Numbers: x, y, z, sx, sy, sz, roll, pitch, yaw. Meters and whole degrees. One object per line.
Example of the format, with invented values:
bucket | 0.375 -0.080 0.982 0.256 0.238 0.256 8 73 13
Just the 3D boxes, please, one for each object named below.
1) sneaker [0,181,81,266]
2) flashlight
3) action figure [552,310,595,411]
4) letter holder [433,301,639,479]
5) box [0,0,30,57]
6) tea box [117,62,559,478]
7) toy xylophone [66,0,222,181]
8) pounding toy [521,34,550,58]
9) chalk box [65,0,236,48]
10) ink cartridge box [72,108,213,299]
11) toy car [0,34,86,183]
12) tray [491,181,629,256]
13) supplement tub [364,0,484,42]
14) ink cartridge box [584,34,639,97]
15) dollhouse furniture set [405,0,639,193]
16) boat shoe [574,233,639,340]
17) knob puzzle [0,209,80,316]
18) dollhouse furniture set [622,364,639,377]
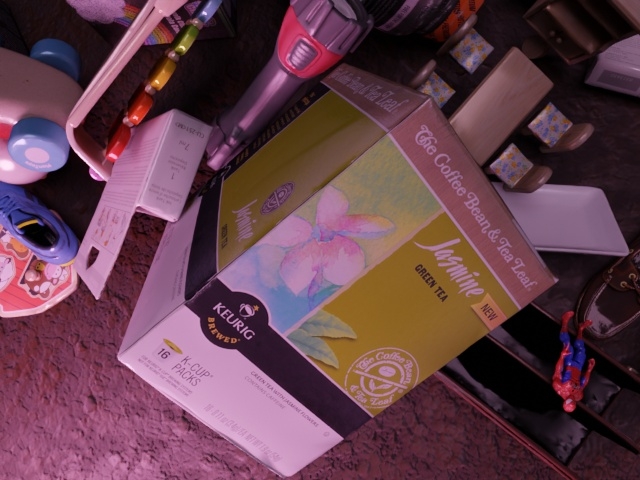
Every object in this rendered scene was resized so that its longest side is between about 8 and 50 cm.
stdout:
sneaker | -0.468 -0.041 0.776 0.209 0.082 0.069 37 74 9
flashlight | -0.061 -0.222 0.688 0.304 0.103 0.103 -38 66 41
action figure | 0.273 0.131 0.534 0.038 0.030 0.115 28 57 -3
letter holder | 0.238 0.150 0.602 0.302 0.214 0.152 37 88 12
box | -0.600 -0.320 0.841 0.153 0.108 0.207 -28 79 2
tea box | 0.000 0.000 0.553 0.324 0.329 0.220 -40 114 10
toy xylophone | -0.222 -0.217 0.624 0.081 0.236 0.322 34 105 -30
pounding toy | 0.370 -0.364 0.719 0.181 0.094 0.206 40 125 16
chalk box | -0.233 -0.438 0.774 0.289 0.180 0.179 -4 81 6
ink cartridge box | -0.259 -0.050 0.689 0.060 0.275 0.238 22 84 -32
toy car | -0.485 -0.165 0.750 0.210 0.238 0.219 10 51 -31
tray | 0.264 -0.029 0.692 0.271 0.030 0.145 4 42 9
supplement tub | 0.063 -0.419 0.665 0.338 0.207 0.207 20 84 -19
ink cartridge box | 0.506 -0.304 0.727 0.181 0.056 0.224 19 66 10
dollhouse furniture set | 0.264 -0.208 0.615 0.212 0.161 0.242 41 95 -7
boat shoe | 0.425 0.049 0.664 0.073 0.073 0.207 37 89 10
knob puzzle | -0.485 0.037 0.813 0.213 0.030 0.213 -1 81 7
dollhouse furniture set | 0.562 0.062 0.577 0.152 0.201 0.374 36 87 11
